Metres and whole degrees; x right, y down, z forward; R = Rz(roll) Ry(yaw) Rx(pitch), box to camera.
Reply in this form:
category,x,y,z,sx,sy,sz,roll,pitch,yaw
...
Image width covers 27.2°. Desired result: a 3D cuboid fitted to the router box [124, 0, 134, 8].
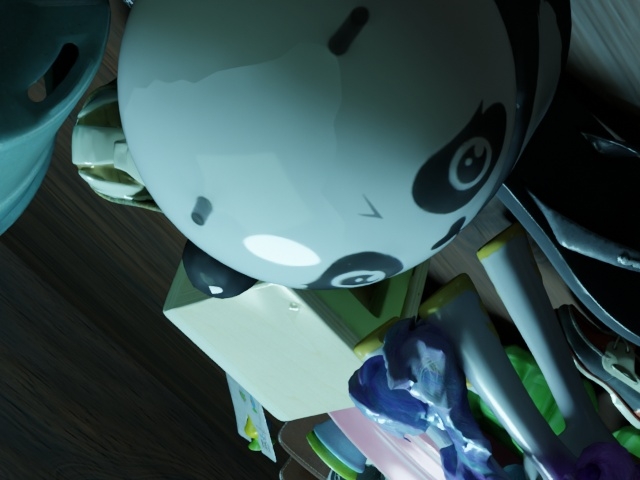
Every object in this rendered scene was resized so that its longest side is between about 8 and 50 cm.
category,x,y,z,sx,sy,sz,roll,pitch,yaw
router box,-0.075,-0.159,0.974,0.133,0.046,0.179,18,156,49

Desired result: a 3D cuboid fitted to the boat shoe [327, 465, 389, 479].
category,x,y,z,sx,sy,sz,roll,pitch,yaw
boat shoe,0.123,0.315,1.691,0.306,0.113,0.105,7,161,39

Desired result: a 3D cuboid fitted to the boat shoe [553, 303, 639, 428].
category,x,y,z,sx,sy,sz,roll,pitch,yaw
boat shoe,0.233,0.094,1.044,0.043,0.049,0.137,-33,113,29

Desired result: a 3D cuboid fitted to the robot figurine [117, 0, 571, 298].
category,x,y,z,sx,sy,sz,roll,pitch,yaw
robot figurine,0.023,-0.084,0.604,0.173,0.278,0.209,0,109,19

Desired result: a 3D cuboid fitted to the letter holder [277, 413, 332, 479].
category,x,y,z,sx,sy,sz,roll,pitch,yaw
letter holder,0.073,0.365,1.861,0.302,0.214,0.152,27,162,34

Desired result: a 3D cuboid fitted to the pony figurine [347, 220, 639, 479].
category,x,y,z,sx,sy,sz,roll,pitch,yaw
pony figurine,0.172,0.185,0.861,0.363,0.303,0.351,54,-159,2

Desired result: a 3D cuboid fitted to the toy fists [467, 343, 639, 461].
category,x,y,z,sx,sy,sz,roll,pitch,yaw
toy fists,0.241,0.189,1.199,0.279,0.096,0.142,36,164,11

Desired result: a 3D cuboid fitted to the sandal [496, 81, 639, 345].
category,x,y,z,sx,sy,sz,roll,pitch,yaw
sandal,0.161,-0.022,0.753,0.254,0.097,0.054,39,165,-5

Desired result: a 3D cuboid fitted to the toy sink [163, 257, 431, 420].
category,x,y,z,sx,sy,sz,roll,pitch,yaw
toy sink,0.000,0.000,1.065,0.131,0.234,0.153,-17,129,35

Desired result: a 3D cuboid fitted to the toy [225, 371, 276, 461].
category,x,y,z,sx,sy,sz,roll,pitch,yaw
toy,-0.099,0.190,1.927,0.137,0.056,0.237,23,125,61

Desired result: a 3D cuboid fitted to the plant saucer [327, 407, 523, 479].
category,x,y,z,sx,sy,sz,roll,pitch,yaw
plant saucer,0.106,0.190,1.327,0.332,0.084,0.332,42,-174,-5

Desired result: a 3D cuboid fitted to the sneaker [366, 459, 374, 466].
category,x,y,z,sx,sy,sz,roll,pitch,yaw
sneaker,0.089,0.200,1.614,0.122,0.110,0.283,57,160,-6

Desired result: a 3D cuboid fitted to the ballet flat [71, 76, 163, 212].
category,x,y,z,sx,sy,sz,roll,pitch,yaw
ballet flat,-0.122,-0.070,1.009,0.348,0.123,0.123,14,152,51

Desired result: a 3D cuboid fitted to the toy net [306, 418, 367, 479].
category,x,y,z,sx,sy,sz,roll,pitch,yaw
toy net,0.073,0.239,1.397,0.232,0.045,0.122,39,-175,-28

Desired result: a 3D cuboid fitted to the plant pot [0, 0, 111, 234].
category,x,y,z,sx,sy,sz,roll,pitch,yaw
plant pot,-0.341,-0.162,1.094,0.341,0.341,0.334,41,156,-14
